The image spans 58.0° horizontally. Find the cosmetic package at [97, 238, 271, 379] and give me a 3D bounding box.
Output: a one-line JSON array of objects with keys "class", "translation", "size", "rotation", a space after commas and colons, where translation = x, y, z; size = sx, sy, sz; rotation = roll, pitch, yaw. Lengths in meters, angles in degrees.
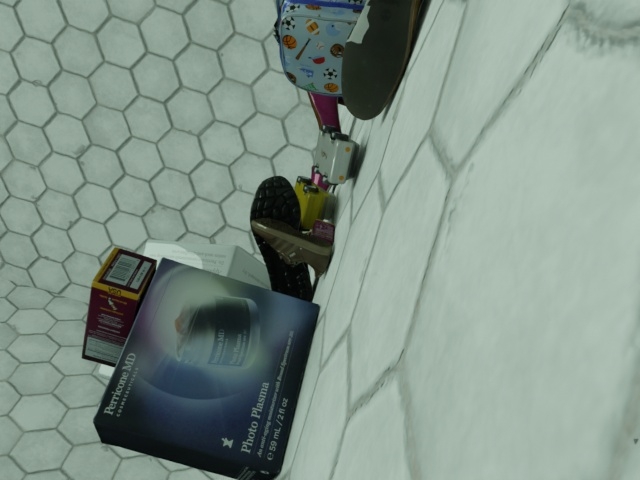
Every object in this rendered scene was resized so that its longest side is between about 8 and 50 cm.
[{"class": "cosmetic package", "translation": [-0.322, 0.241, 1.583], "size": [0.327, 0.329, 0.393], "rotation": [43, -123, -54]}]

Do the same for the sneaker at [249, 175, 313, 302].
[{"class": "sneaker", "translation": [-0.081, 0.006, 1.235], "size": [0.124, 0.107, 0.283], "rotation": [-39, -59, -87]}]

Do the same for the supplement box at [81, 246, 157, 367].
[{"class": "supplement box", "translation": [-0.355, 0.122, 1.020], "size": [0.104, 0.081, 0.188], "rotation": [-81, 10, -56]}]

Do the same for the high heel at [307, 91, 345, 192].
[{"class": "high heel", "translation": [-0.016, -0.284, 1.528], "size": [0.127, 0.181, 0.377], "rotation": [125, 162, -75]}]

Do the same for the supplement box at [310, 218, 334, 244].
[{"class": "supplement box", "translation": [0.000, 0.000, 1.165], "size": [0.083, 0.043, 0.055], "rotation": [-85, 14, -66]}]

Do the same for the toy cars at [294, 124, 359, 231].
[{"class": "toy cars", "translation": [0.015, -0.124, 1.232], "size": [0.393, 0.087, 0.176], "rotation": [125, 150, -62]}]

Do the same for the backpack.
[{"class": "backpack", "translation": [0.032, -0.406, 1.146], "size": [0.263, 0.277, 0.213], "rotation": [88, -163, -64]}]

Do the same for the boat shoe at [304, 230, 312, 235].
[{"class": "boat shoe", "translation": [-0.028, -0.004, 1.462], "size": [0.133, 0.049, 0.042], "rotation": [114, 165, -87]}]

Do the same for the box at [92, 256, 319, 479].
[{"class": "box", "translation": [-0.187, 0.227, 0.995], "size": [0.182, 0.294, 0.296], "rotation": [115, 171, -58]}]

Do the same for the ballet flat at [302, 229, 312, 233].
[{"class": "ballet flat", "translation": [-0.043, -0.007, 1.626], "size": [0.168, 0.057, 0.052], "rotation": [118, 159, -66]}]

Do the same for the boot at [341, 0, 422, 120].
[{"class": "boot", "translation": [0.118, -0.338, 0.910], "size": [0.115, 0.112, 0.305], "rotation": [-29, -39, -50]}]

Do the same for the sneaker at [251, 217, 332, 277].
[{"class": "sneaker", "translation": [-0.065, 0.013, 1.115], "size": [0.066, 0.188, 0.071], "rotation": [-11, -62, -53]}]
